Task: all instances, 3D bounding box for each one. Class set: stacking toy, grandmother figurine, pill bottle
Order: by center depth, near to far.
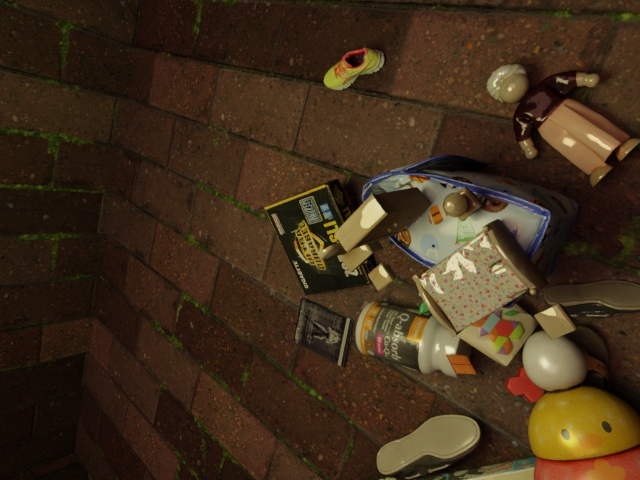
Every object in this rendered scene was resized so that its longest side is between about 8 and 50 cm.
[{"bbox_3d":[0.525,0.416,0.804,0.350,0.350,0.480,-32,67,34],"label":"stacking toy"},{"bbox_3d":[0.522,-0.285,0.915,0.342,0.104,0.208,47,109,23],"label":"grandmother figurine"},{"bbox_3d":[0.248,0.264,1.103,0.278,0.162,0.162,7,96,37],"label":"pill bottle"}]

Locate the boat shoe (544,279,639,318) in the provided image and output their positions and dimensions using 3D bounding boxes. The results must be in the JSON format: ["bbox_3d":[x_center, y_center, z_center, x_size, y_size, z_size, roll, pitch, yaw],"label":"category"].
[{"bbox_3d":[0.610,0.136,0.900,0.206,0.075,0.065,-4,132,32],"label":"boat shoe"}]

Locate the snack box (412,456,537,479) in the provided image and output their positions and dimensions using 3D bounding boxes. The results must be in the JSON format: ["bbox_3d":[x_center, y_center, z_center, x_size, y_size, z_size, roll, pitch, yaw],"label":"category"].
[{"bbox_3d":[0.406,0.663,1.000,0.322,0.060,0.187,-20,79,16],"label":"snack box"}]

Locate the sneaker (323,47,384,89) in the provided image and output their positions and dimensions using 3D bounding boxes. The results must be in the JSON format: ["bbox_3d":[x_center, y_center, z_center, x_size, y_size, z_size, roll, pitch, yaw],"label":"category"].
[{"bbox_3d":[0.083,-0.528,1.240,0.208,0.094,0.081,-15,84,38],"label":"sneaker"}]

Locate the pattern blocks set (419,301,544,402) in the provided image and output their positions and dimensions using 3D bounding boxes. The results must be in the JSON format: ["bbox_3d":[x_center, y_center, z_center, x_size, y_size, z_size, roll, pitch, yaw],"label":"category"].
[{"bbox_3d":[0.402,0.194,0.971,0.324,0.026,0.285,25,77,10],"label":"pattern blocks set"}]

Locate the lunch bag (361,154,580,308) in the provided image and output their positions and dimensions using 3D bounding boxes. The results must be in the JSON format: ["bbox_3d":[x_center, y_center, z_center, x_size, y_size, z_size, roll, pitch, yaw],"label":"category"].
[{"bbox_3d":[0.327,-0.062,0.925,0.385,0.327,0.239,28,113,36],"label":"lunch bag"}]

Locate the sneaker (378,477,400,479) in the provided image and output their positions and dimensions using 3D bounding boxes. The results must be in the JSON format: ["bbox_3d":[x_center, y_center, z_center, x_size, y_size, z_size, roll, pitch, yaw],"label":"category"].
[{"bbox_3d":[0.230,0.756,1.169,0.275,0.110,0.107,-20,80,37],"label":"sneaker"}]

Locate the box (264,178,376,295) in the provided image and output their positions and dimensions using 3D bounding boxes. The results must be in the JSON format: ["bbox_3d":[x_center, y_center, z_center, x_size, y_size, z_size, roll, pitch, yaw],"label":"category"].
[{"bbox_3d":[0.000,0.000,1.271,0.257,0.079,0.322,-16,104,35],"label":"box"}]

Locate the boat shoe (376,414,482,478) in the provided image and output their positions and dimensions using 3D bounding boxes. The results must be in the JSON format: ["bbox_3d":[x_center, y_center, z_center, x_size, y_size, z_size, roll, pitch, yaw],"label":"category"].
[{"bbox_3d":[0.306,0.572,1.130,0.335,0.095,0.112,-38,34,28],"label":"boat shoe"}]

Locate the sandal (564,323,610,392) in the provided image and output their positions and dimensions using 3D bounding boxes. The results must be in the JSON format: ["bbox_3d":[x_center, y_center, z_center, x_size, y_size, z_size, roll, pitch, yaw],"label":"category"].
[{"bbox_3d":[0.587,0.295,0.901,0.090,0.060,0.219,-3,90,25],"label":"sandal"}]

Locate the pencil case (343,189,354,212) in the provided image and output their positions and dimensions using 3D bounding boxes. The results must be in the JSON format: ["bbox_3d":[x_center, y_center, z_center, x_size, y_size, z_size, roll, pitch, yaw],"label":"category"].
[{"bbox_3d":[0.006,-0.103,1.321,0.209,0.095,0.098,-12,70,35],"label":"pencil case"}]

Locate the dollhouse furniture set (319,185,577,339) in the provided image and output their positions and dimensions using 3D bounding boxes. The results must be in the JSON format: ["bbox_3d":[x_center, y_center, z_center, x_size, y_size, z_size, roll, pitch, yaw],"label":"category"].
[{"bbox_3d":[0.194,0.089,0.745,0.303,0.173,0.355,-46,69,39],"label":"dollhouse furniture set"}]

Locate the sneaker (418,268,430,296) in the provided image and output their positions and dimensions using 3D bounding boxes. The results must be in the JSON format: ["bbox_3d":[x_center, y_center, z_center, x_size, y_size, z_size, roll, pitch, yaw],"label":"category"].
[{"bbox_3d":[0.322,0.096,1.115,0.061,0.053,0.152,26,113,24],"label":"sneaker"}]

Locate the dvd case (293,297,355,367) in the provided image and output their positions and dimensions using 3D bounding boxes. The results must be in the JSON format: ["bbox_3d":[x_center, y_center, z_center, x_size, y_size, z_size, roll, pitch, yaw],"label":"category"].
[{"bbox_3d":[0.007,0.305,1.379,0.221,0.018,0.165,17,101,36],"label":"dvd case"}]

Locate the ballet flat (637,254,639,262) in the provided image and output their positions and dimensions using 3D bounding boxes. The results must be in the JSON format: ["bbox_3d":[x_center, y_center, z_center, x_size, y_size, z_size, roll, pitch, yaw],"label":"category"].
[{"bbox_3d":[0.717,0.101,0.801,0.067,0.073,0.206,-31,76,19],"label":"ballet flat"}]
